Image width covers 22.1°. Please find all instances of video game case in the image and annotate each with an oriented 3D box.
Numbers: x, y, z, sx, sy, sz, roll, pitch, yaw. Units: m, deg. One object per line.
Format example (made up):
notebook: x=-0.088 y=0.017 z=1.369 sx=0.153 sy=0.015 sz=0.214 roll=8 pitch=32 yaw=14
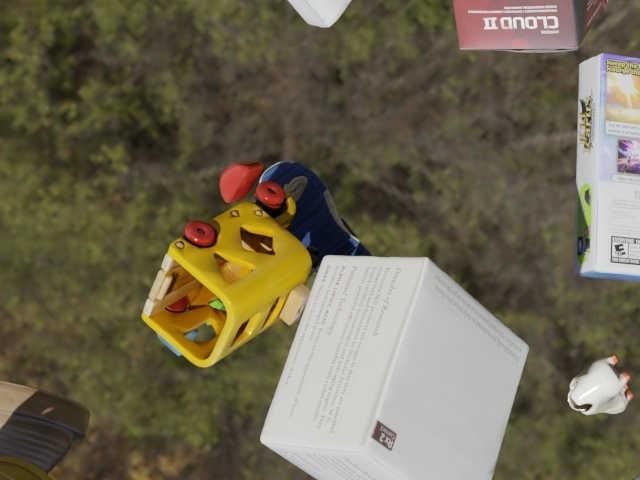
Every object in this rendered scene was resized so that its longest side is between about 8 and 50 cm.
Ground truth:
video game case: x=0.419 y=-0.072 z=1.847 sx=0.269 sy=0.244 sz=0.061 roll=6 pitch=172 yaw=-17

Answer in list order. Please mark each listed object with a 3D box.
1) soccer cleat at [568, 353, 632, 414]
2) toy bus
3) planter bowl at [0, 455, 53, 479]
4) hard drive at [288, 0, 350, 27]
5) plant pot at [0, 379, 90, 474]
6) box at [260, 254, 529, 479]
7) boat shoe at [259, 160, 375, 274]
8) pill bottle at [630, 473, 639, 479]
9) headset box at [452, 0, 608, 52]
soccer cleat: x=0.344 y=0.187 z=2.052 sx=0.068 sy=0.076 sz=0.196 roll=57 pitch=-178 yaw=17
toy bus: x=-0.058 y=0.030 z=1.439 sx=0.104 sy=0.202 sz=0.191 roll=40 pitch=177 yaw=17
planter bowl: x=-0.333 y=0.286 z=1.463 sx=0.217 sy=0.217 sz=0.090 roll=40 pitch=178 yaw=34
hard drive: x=-0.033 y=-0.403 z=1.549 sx=0.047 sy=0.233 sz=0.353 roll=19 pitch=160 yaw=46
plant pot: x=-0.378 y=0.222 z=1.805 sx=0.237 sy=0.110 sz=0.237 roll=7 pitch=164 yaw=2
box: x=0.068 y=0.131 z=1.412 sx=0.119 sy=0.182 sz=0.181 roll=1 pitch=152 yaw=41
boat shoe: x=0.000 y=0.000 z=1.596 sx=0.183 sy=0.066 sz=0.066 roll=55 pitch=177 yaw=32
pill bottle: x=0.433 y=0.418 z=1.607 sx=0.392 sy=0.224 sz=0.224 roll=67 pitch=165 yaw=-13
headset box: x=0.182 y=-0.308 z=1.380 sx=0.110 sy=0.218 sz=0.293 roll=3 pitch=122 yaw=24
